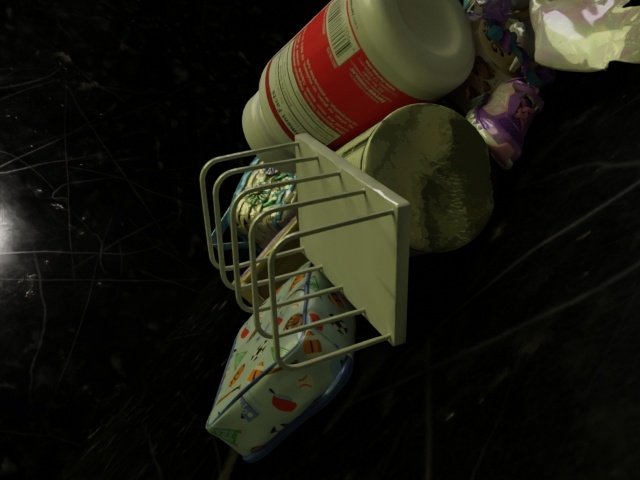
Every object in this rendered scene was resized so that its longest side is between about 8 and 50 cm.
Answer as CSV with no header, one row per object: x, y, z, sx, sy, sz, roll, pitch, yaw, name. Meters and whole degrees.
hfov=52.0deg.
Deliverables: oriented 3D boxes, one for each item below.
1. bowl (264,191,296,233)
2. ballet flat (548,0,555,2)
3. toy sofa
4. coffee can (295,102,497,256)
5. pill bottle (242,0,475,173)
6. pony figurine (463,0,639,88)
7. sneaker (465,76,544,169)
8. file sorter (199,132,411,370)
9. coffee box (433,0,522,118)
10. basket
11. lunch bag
-0.050,-0.081,1.791,0.298,0.134,0.298,-46,11,12,bowl
0.517,-0.566,1.385,0.139,0.139,0.400,-40,17,35,ballet flat
0.000,0.000,1.272,0.362,0.150,0.177,-49,12,-5,toy sofa
0.099,-0.067,0.982,0.201,0.201,0.275,-51,12,-18,coffee can
0.041,-0.271,1.122,0.407,0.229,0.229,-28,22,48,pill bottle
0.351,-0.395,0.960,0.303,0.363,0.351,-44,25,-21,pony figurine
0.289,-0.192,0.999,0.104,0.095,0.236,-34,15,26,sneaker
-0.032,0.004,0.846,0.173,0.193,0.277,-14,30,-22,file sorter
0.283,-0.325,1.270,0.297,0.168,0.119,-53,12,-30,coffee box
-0.103,-0.088,1.449,0.289,0.201,0.255,-4,54,48,basket
-0.056,0.173,0.992,0.243,0.115,0.303,-46,12,20,lunch bag
